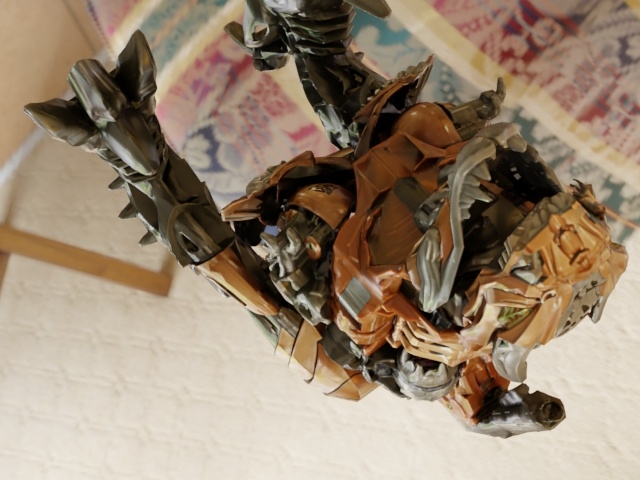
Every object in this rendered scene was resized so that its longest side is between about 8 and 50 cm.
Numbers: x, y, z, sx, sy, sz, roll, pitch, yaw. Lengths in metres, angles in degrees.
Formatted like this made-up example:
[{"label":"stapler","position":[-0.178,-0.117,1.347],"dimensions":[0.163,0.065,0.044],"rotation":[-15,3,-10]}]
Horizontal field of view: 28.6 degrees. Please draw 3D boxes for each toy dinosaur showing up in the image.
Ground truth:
[{"label":"toy dinosaur","position":[0.000,0.000,0.532],"dimensions":[0.218,0.164,0.322],"rotation":[54,141,-3]}]
